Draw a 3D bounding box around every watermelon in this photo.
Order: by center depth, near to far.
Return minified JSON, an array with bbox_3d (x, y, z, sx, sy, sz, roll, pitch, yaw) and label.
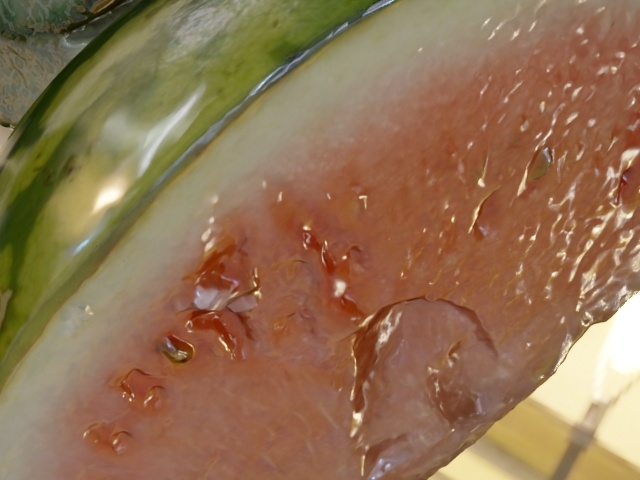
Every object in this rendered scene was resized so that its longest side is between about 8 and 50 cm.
[{"bbox_3d":[-0.017,-0.019,0.439,0.128,0.303,0.159,47,-8,42],"label":"watermelon"}]

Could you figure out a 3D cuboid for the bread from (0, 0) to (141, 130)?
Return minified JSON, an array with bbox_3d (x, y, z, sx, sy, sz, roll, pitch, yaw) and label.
[{"bbox_3d":[-0.188,-0.234,0.932,0.366,0.129,0.382,-11,-66,46],"label":"bread"}]
